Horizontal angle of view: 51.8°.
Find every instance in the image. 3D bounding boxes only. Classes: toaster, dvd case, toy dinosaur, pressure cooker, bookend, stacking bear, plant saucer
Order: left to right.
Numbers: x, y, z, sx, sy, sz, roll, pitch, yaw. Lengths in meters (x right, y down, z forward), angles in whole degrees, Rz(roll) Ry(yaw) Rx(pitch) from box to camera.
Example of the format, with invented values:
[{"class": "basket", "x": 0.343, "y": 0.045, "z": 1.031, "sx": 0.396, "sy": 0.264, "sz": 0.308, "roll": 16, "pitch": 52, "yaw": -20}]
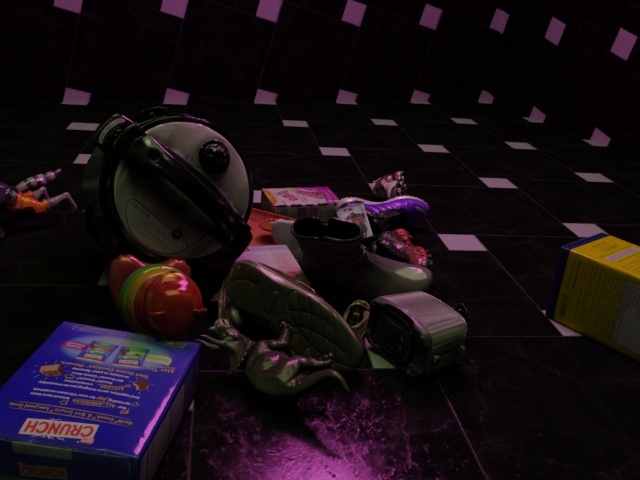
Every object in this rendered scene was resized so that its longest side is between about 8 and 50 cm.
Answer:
[{"class": "stacking bear", "x": -0.312, "y": 0.118, "z": 1.303, "sx": 0.176, "sy": 0.164, "sz": 0.289, "roll": 6, "pitch": -1, "yaw": -25}, {"class": "pressure cooker", "x": -0.367, "y": -0.123, "z": 1.589, "sx": 0.370, "sy": 0.375, "sz": 0.420, "roll": -4, "pitch": 5, "yaw": -29}, {"class": "bookend", "x": -0.324, "y": 0.102, "z": 1.565, "sx": 0.156, "sy": 0.072, "sz": 0.157, "roll": 11, "pitch": 23, "yaw": 15}, {"class": "plant saucer", "x": -0.200, "y": -0.021, "z": 1.910, "sx": 0.259, "sy": 0.047, "sz": 0.259, "roll": 15, "pitch": 24, "yaw": 22}, {"class": "plant saucer", "x": -0.135, "y": -0.041, "z": 1.893, "sx": 0.084, "sy": 0.013, "sz": 0.083, "roll": 4, "pitch": 23, "yaw": -2}, {"class": "toy dinosaur", "x": -0.078, "y": 0.250, "z": 1.259, "sx": 0.314, "sy": 0.121, "sz": 0.160, "roll": 29, "pitch": 45, "yaw": 35}, {"class": "dvd case", "x": 0.101, "y": -0.050, "z": 1.963, "sx": 0.087, "sy": 0.013, "sz": 0.119, "roll": -15, "pitch": 61, "yaw": 3}, {"class": "toaster", "x": 0.201, "y": 0.190, "z": 1.404, "sx": 0.147, "sy": 0.129, "sz": 0.227, "roll": -7, "pitch": 26, "yaw": -35}]

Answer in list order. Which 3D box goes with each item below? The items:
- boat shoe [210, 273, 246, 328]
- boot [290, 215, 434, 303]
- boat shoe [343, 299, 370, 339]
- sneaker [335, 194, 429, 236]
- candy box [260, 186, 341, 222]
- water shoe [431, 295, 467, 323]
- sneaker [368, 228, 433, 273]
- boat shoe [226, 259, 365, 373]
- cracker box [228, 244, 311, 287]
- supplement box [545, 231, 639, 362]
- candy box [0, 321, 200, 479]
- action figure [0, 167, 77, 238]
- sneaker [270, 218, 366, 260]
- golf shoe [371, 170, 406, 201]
[{"class": "boat shoe", "x": -0.215, "y": 0.138, "z": 1.502, "sx": 0.066, "sy": 0.066, "sz": 0.183, "roll": -22, "pitch": 29, "yaw": 1}, {"class": "boot", "x": 0.101, "y": 0.048, "z": 1.567, "sx": 0.339, "sy": 0.222, "sz": 0.118, "roll": 4, "pitch": 53, "yaw": 11}, {"class": "boat shoe", "x": 0.083, "y": 0.172, "z": 1.485, "sx": 0.068, "sy": 0.072, "sz": 0.190, "roll": 8, "pitch": 23, "yaw": 7}, {"class": "sneaker", "x": 0.199, "y": -0.062, "z": 2.037, "sx": 0.294, "sy": 0.102, "sz": 0.146, "roll": -2, "pitch": 31, "yaw": -5}, {"class": "candy box", "x": -0.061, "y": -0.115, "z": 2.124, "sx": 0.234, "sy": 0.071, "sz": 0.159, "roll": -4, "pitch": 25, "yaw": -20}, {"class": "water shoe", "x": 0.241, "y": 0.160, "z": 1.534, "sx": 0.203, "sy": 0.080, "sz": 0.073, "roll": 10, "pitch": 23, "yaw": 12}, {"class": "sneaker", "x": 0.207, "y": 0.046, "z": 1.774, "sx": 0.135, "sy": 0.097, "sz": 0.276, "roll": -1, "pitch": 22, "yaw": -15}, {"class": "boat shoe", "x": -0.038, "y": 0.146, "z": 1.413, "sx": 0.355, "sy": 0.132, "sz": 0.130, "roll": 36, "pitch": 20, "yaw": 22}, {"class": "cracker box", "x": -0.131, "y": 0.088, "z": 1.644, "sx": 0.156, "sy": 0.067, "sz": 0.232, "roll": -3, "pitch": 25, "yaw": -18}, {"class": "supplement box", "x": 0.745, "y": 0.144, "z": 1.533, "sx": 0.195, "sy": 0.194, "sz": 0.357, "roll": -14, "pitch": 30, "yaw": -37}, {"class": "candy box", "x": -0.372, "y": 0.276, "z": 1.089, "sx": 0.268, "sy": 0.122, "sz": 0.317, "roll": 9, "pitch": 22, "yaw": 4}, {"class": "action figure", "x": -0.915, "y": -0.130, "z": 1.867, "sx": 0.330, "sy": 0.178, "sz": 0.341, "roll": -5, "pitch": 26, "yaw": -46}, {"class": "sneaker", "x": 0.000, "y": 0.000, "z": 1.820, "sx": 0.269, "sy": 0.101, "sz": 0.153, "roll": 22, "pitch": 21, "yaw": 4}, {"class": "golf shoe", "x": 0.239, "y": -0.166, "z": 2.303, "sx": 0.120, "sy": 0.105, "sz": 0.273, "roll": -8, "pitch": 16, "yaw": 10}]
